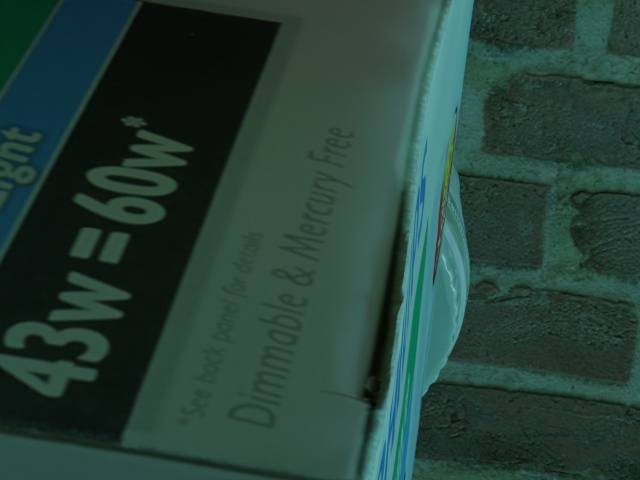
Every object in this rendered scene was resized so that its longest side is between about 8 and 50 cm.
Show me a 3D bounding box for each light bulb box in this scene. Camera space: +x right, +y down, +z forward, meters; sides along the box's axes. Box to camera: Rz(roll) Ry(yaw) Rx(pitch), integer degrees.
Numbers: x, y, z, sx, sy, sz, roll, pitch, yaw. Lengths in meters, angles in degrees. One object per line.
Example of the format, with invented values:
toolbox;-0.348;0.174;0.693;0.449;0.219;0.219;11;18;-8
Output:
light bulb box;-0.083;0.086;0.574;0.358;0.225;0.361;-75;171;-56

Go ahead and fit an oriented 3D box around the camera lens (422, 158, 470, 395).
camera lens;0.000;0.000;1.291;0.274;0.219;0.219;-85;180;-69
